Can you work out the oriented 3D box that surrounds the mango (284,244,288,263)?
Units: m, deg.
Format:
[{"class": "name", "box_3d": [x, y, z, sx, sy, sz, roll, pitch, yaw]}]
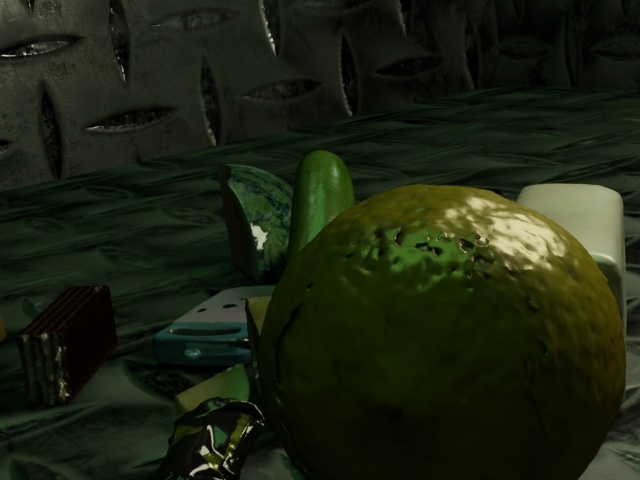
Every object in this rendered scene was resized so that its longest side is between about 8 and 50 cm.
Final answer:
[{"class": "mango", "box_3d": [-0.002, 0.022, 2.112, 0.117, 0.089, 0.163, -36, 12, -10]}]

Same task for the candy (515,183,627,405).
[{"class": "candy", "box_3d": [0.313, 0.062, 1.568, 0.145, 0.208, 0.358, -3, 14, 15]}]

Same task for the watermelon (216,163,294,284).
[{"class": "watermelon", "box_3d": [-0.106, -0.040, 2.290, 0.176, 0.260, 0.256, -17, -8, 23]}]

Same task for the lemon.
[{"class": "lemon", "box_3d": [0.120, 0.111, 1.215, 0.350, 0.349, 0.387, -2, 12, 22]}]

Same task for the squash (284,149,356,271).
[{"class": "squash", "box_3d": [0.000, 0.000, 1.911, 0.107, 0.107, 0.395, -5, 47, 12]}]

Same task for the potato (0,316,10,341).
[{"class": "potato", "box_3d": [-0.605, 0.136, 2.010, 0.172, 0.089, 0.100, -3, 17, 11]}]

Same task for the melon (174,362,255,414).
[{"class": "melon", "box_3d": [-0.119, 0.216, 1.507, 0.098, 0.054, 0.182, -16, 21, -10]}]

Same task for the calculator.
[{"class": "calculator", "box_3d": [-0.134, 0.128, 1.870, 0.173, 0.051, 0.293, 0, 15, 23]}]

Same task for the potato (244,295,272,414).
[{"class": "potato", "box_3d": [0.045, 0.145, 1.587, 0.255, 0.112, 0.269, -6, 16, -9]}]

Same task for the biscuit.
[{"class": "biscuit", "box_3d": [-0.362, 0.148, 1.795, 0.070, 0.106, 0.252, -4, 15, 8]}]

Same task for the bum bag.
[{"class": "bum bag", "box_3d": [-0.129, 0.242, 1.357, 0.107, 0.060, 0.232, 0, 24, 11]}]
